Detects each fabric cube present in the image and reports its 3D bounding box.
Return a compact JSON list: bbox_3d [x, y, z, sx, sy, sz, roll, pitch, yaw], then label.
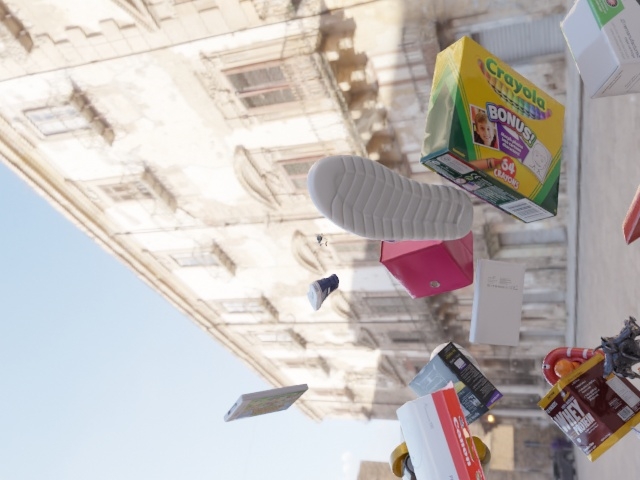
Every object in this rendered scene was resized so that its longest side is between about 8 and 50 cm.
[{"bbox_3d":[0.393,0.022,2.191,0.258,0.254,0.259,45,-140,-37],"label":"fabric cube"}]

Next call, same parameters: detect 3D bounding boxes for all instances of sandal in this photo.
[{"bbox_3d":[0.150,-0.069,1.318,0.416,0.102,0.169,13,-103,-22],"label":"sandal"}]

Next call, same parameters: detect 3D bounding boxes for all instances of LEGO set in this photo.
[{"bbox_3d":[0.001,-0.002,2.307,0.023,0.083,0.054,-5,-89,-26],"label":"LEGO set"}]

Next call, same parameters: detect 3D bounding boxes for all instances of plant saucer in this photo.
[{"bbox_3d":[0.915,-0.141,1.591,0.259,0.048,0.258,-26,-43,-27],"label":"plant saucer"}]

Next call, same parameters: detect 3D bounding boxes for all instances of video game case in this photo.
[{"bbox_3d":[-0.164,0.486,1.783,0.212,0.193,0.023,-3,-121,-29],"label":"video game case"}]

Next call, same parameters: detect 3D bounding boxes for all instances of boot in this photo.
[{"bbox_3d":[0.011,0.159,1.815,0.069,0.086,0.190,62,166,15],"label":"boot"}]

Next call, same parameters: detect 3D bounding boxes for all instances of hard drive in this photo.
[{"bbox_3d":[0.662,0.232,2.222,0.040,0.203,0.308,179,98,-68],"label":"hard drive"}]

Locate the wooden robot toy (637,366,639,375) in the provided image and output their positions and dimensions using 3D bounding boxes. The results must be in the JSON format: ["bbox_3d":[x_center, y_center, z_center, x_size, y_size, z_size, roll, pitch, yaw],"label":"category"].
[{"bbox_3d":[0.947,0.397,1.710,0.076,0.079,0.173,18,-78,-54],"label":"wooden robot toy"}]

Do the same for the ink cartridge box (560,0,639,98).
[{"bbox_3d":[0.703,-0.437,1.281,0.121,0.289,0.211,103,156,-67],"label":"ink cartridge box"}]

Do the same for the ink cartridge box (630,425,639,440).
[{"bbox_3d":[0.800,0.528,1.300,0.224,0.045,0.223,62,-179,-2],"label":"ink cartridge box"}]

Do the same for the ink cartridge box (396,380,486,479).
[{"bbox_3d":[0.338,0.597,1.706,0.385,0.091,0.308,100,157,-64],"label":"ink cartridge box"}]

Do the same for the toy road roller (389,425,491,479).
[{"bbox_3d":[0.403,0.745,2.080,0.240,0.329,0.202,-108,10,-52],"label":"toy road roller"}]

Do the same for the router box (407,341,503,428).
[{"bbox_3d":[0.459,0.520,2.072,0.081,0.243,0.309,-33,-20,-30],"label":"router box"}]

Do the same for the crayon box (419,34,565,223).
[{"bbox_3d":[0.422,-0.256,1.423,0.363,0.106,0.313,24,-113,-27],"label":"crayon box"}]

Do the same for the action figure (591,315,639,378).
[{"bbox_3d":[0.806,0.287,1.522,0.141,0.275,0.164,-107,35,-80],"label":"action figure"}]

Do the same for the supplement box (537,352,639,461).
[{"bbox_3d":[0.738,0.443,1.597,0.191,0.194,0.129,-19,-36,-32],"label":"supplement box"}]

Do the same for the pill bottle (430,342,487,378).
[{"bbox_3d":[0.570,0.565,2.485,0.361,0.204,0.204,-76,-21,-81],"label":"pill bottle"}]

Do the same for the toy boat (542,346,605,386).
[{"bbox_3d":[0.819,0.420,1.934,0.151,0.231,0.151,13,-102,-30],"label":"toy boat"}]
